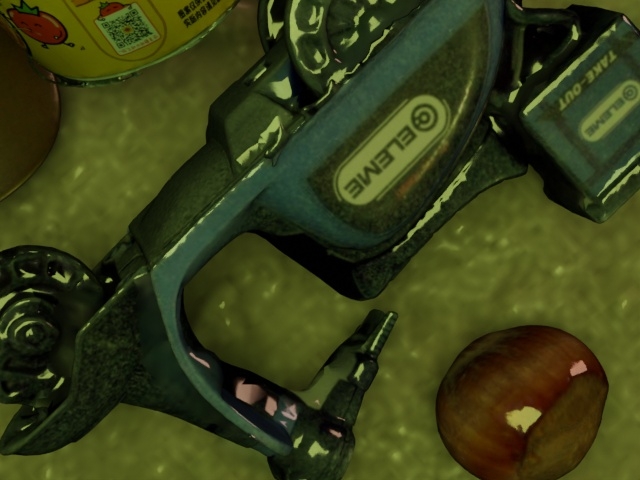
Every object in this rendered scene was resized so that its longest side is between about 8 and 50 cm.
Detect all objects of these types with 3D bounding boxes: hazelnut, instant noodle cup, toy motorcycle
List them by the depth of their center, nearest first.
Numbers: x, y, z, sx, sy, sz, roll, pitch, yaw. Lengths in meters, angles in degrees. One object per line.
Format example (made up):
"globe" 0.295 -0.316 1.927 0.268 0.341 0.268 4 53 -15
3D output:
"instant noodle cup" -0.113 -0.171 0.849 0.182 0.182 0.144 -30 130 2
"toy motorcycle" 0.000 0.000 0.868 0.358 0.125 0.212 -44 105 0
"hazelnut" 0.099 0.083 0.903 0.086 0.086 0.086 0 90 3

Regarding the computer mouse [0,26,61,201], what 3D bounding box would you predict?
"computer mouse" -0.285 -0.039 0.921 0.310 0.072 0.158 -27 87 3
